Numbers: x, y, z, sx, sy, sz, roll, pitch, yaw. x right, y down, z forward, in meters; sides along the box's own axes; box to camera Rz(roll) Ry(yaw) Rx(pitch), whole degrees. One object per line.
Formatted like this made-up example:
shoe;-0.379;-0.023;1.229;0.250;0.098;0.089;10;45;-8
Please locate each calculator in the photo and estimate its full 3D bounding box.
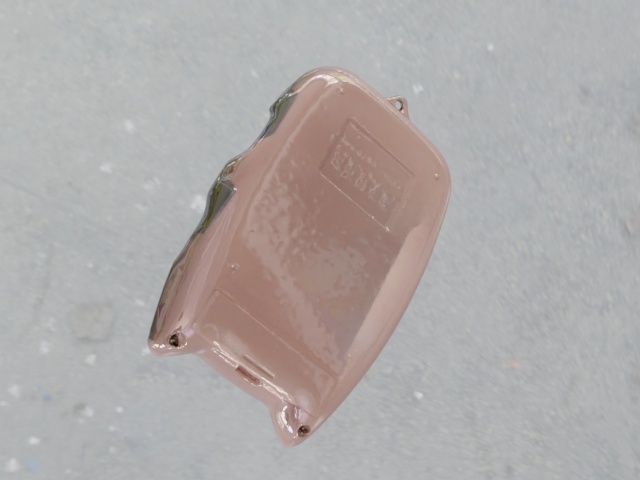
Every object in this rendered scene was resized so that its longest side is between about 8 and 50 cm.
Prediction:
calculator;0.000;0.000;1.089;0.048;0.220;0.330;-8;48;59
